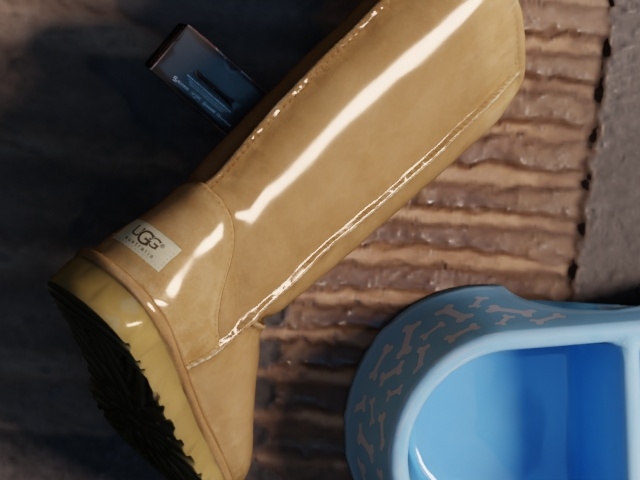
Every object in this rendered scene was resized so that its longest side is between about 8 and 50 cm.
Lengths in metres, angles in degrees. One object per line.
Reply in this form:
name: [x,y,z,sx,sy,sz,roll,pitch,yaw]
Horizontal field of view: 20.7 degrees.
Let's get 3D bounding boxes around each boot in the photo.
boot: [0.000,0.000,0.916,0.089,0.236,0.269,38,69,23]

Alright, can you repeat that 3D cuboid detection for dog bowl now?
dog bowl: [0.164,0.106,0.975,0.297,0.074,0.166,-4,99,-6]

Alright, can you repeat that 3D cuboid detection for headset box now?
headset box: [-0.058,-0.082,0.914,0.062,0.083,0.032,40,92,-12]
